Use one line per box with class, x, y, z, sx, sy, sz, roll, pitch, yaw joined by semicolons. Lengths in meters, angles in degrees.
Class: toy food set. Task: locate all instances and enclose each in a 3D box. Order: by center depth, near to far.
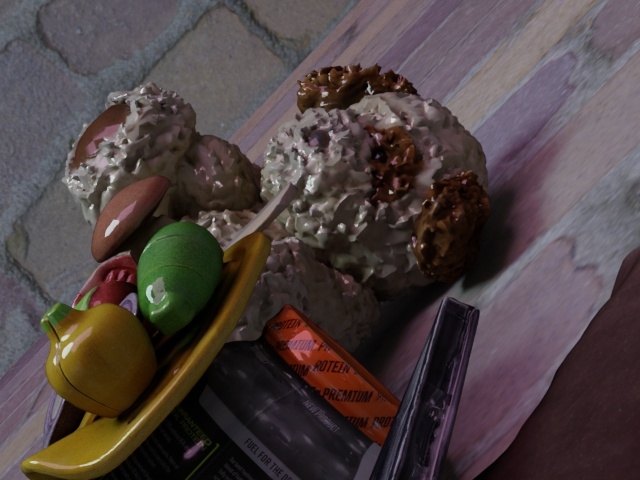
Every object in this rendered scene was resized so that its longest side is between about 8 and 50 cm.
toy food set;-0.090;0.028;0.804;0.128;0.071;0.218;-44;10;21

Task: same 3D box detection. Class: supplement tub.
supplement tub;-0.045;0.128;0.780;0.190;0.117;0.117;-47;9;1

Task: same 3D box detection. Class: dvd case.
dvd case;-0.001;0.146;0.549;0.164;0.018;0.221;-66;-3;-62

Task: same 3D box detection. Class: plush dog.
plush dog;0.000;0.000;1.048;0.225;0.210;0.262;-33;39;1

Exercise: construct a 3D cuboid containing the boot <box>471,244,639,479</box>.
boot;0.089;0.067;0.453;0.206;0.090;0.248;-60;6;-17
